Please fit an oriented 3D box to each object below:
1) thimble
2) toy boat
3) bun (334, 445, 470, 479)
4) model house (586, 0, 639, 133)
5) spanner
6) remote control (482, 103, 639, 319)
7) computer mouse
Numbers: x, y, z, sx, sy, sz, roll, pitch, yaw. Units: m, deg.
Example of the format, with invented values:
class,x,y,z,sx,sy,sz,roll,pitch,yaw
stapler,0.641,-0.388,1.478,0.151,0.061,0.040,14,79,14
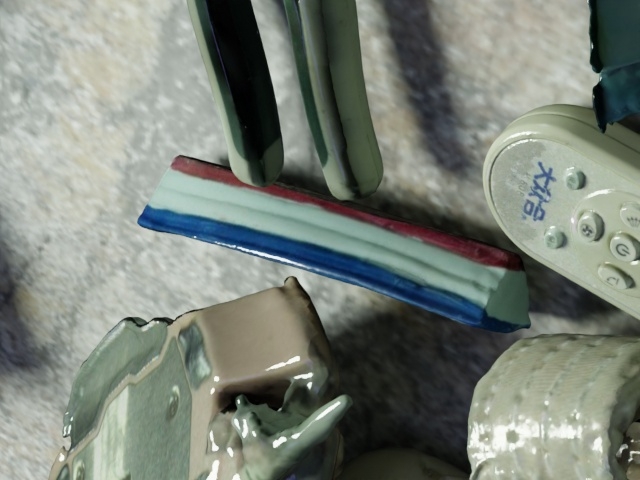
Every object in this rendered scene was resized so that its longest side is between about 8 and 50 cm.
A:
class,x,y,z,sx,sy,sz,roll,pitch,yaw
thimble,0.134,0.094,0.870,0.090,0.115,0.102,-1,99,42
toy boat,0.000,0.000,0.952,0.229,0.080,0.045,18,98,34
bun,0.045,0.188,1.039,0.138,0.094,0.138,25,139,24
model house,0.168,-0.114,0.694,0.149,0.119,0.148,-1,99,14
spanner,-0.036,-0.166,0.857,0.096,0.040,0.324,8,122,37
remote control,0.171,0.011,0.826,0.221,0.042,0.078,30,136,17
computer mouse,-0.049,0.129,1.018,0.389,0.115,0.199,-37,50,55
